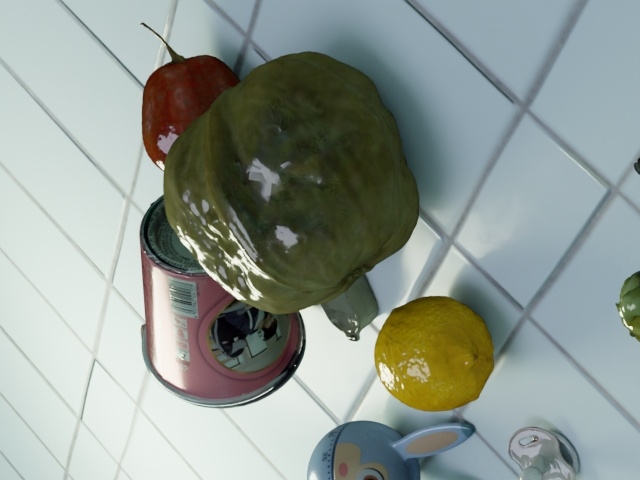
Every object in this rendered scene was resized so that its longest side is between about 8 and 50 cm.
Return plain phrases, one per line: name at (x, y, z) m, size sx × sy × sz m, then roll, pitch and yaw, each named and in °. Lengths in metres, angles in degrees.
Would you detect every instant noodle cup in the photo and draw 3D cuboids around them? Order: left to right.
instant noodle cup at (-0.141, 0.060, 1.872) m, size 0.244 × 0.244 × 0.255 m, roll 36°, pitch 150°, yaw 29°

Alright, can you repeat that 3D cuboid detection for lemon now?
lemon at (0.135, 0.138, 1.695) m, size 0.142 × 0.142 × 0.187 m, roll 57°, pitch 158°, yaw -1°

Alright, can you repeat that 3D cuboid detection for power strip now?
power strip at (-0.002, 0.002, 1.837) m, size 0.080 × 0.048 × 0.286 m, roll -5°, pitch 114°, yaw 56°

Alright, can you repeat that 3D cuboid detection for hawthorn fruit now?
hawthorn fruit at (-0.164, -0.183, 1.806) m, size 0.162 × 0.162 × 0.204 m, roll -17°, pitch 86°, yaw 56°

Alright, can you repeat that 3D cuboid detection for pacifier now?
pacifier at (0.267, 0.275, 1.699) m, size 0.081 × 0.078 × 0.099 m, roll -26°, pitch 96°, yaw 36°

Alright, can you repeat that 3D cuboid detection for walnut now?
walnut at (-0.032, -0.062, 1.633) m, size 0.277 × 0.253 × 0.282 m, roll 57°, pitch 148°, yaw -2°

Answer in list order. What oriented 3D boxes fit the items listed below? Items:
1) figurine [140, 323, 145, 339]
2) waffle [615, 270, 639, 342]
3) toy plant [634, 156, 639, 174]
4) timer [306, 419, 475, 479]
figurine at (-0.205, 0.155, 2.172) m, size 0.138 × 0.125 × 0.125 m, roll -7°, pitch 112°, yaw 43°
waffle at (0.395, 0.144, 1.280) m, size 0.317 × 0.073 × 0.297 m, roll 43°, pitch -172°, yaw 21°
toy plant at (0.439, -0.009, 1.106) m, size 0.332 × 0.247 × 0.247 m, roll 48°, pitch 147°, yaw -1°
timer at (0.091, 0.328, 1.896) m, size 0.255 × 0.175 × 0.175 m, roll 1°, pitch 119°, yaw 51°
